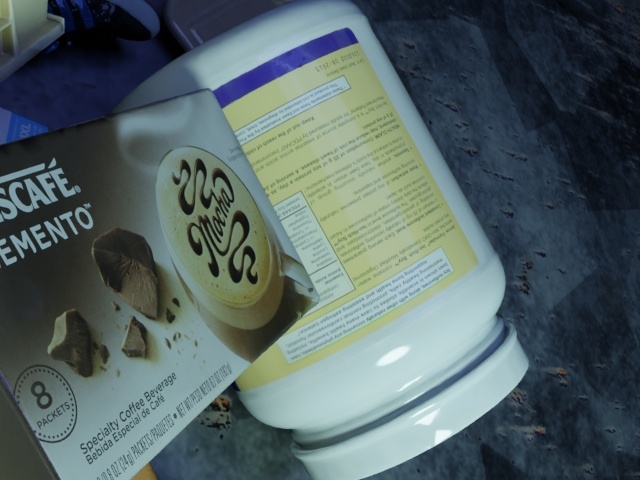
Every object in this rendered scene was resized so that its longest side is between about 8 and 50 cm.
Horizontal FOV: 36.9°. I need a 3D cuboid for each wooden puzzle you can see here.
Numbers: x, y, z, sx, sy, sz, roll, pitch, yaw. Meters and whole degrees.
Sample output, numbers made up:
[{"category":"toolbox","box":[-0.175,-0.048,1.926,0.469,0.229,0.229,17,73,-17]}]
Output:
[{"category":"wooden puzzle","box":[-0.036,-0.176,0.982,0.239,0.044,0.221,57,43,-13]}]

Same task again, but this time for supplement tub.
[{"category":"supplement tub","box":[0.000,0.000,0.778,0.241,0.241,0.331,-30,92,-47]}]

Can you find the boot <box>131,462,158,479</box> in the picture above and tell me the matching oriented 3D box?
[{"category":"boot","box":[-0.107,0.212,0.665,0.220,0.109,0.284,28,52,-32]}]

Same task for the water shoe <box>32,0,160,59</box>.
[{"category":"water shoe","box":[-0.231,-0.182,0.788,0.203,0.073,0.080,12,84,-35]}]

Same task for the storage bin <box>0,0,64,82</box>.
[{"category":"storage bin","box":[-0.312,-0.158,0.514,0.262,0.123,0.260,18,35,3]}]

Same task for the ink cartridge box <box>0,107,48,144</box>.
[{"category":"ink cartridge box","box":[-0.276,-0.051,0.648,0.143,0.092,0.090,24,55,-34]}]

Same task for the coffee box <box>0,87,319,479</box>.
[{"category":"coffee box","box":[-0.132,0.029,0.537,0.168,0.118,0.297,63,25,-4]}]
